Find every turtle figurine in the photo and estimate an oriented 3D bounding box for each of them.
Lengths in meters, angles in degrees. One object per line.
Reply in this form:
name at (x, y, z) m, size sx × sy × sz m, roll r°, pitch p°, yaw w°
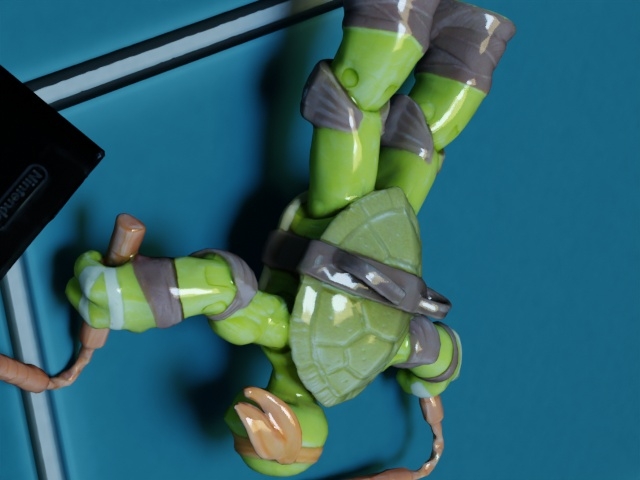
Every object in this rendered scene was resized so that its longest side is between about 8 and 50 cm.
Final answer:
turtle figurine at (0.000, 0.000, 0.683) m, size 0.269 × 0.087 × 0.217 m, roll 19°, pitch 87°, yaw -46°

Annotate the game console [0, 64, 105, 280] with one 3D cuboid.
game console at (-0.121, -0.118, 0.500) m, size 0.213 × 0.044 × 0.361 m, roll 39°, pitch 54°, yaw -7°
